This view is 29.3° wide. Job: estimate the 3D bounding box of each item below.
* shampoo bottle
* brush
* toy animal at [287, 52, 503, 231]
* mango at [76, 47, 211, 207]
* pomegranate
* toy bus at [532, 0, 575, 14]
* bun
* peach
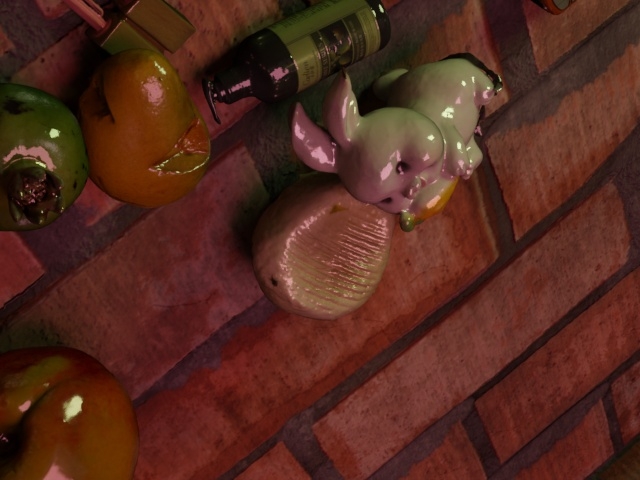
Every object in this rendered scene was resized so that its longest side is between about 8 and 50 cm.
[{"bbox_3d":[-0.039,-0.259,1.705,0.284,0.101,0.101,-29,137,-20],"label":"shampoo bottle"},{"bbox_3d":[-0.265,-0.294,1.524,0.103,0.047,0.233,-47,139,5],"label":"brush"},{"bbox_3d":[0.121,-0.155,1.802,0.310,0.247,0.183,-33,176,-35],"label":"toy animal"},{"bbox_3d":[-0.229,-0.143,1.578,0.167,0.130,0.262,1,146,6],"label":"mango"},{"bbox_3d":[-0.362,-0.087,1.473,0.187,0.225,0.187,-11,120,-20],"label":"pomegranate"},{"bbox_3d":[0.481,-0.516,1.954,0.409,0.093,0.092,-40,146,-7],"label":"toy bus"},{"bbox_3d":[0.000,0.000,1.911,0.259,0.160,0.259,-13,114,-32],"label":"bun"},{"bbox_3d":[-0.395,0.304,1.726,0.308,0.308,0.332,-42,155,-6],"label":"peach"}]
